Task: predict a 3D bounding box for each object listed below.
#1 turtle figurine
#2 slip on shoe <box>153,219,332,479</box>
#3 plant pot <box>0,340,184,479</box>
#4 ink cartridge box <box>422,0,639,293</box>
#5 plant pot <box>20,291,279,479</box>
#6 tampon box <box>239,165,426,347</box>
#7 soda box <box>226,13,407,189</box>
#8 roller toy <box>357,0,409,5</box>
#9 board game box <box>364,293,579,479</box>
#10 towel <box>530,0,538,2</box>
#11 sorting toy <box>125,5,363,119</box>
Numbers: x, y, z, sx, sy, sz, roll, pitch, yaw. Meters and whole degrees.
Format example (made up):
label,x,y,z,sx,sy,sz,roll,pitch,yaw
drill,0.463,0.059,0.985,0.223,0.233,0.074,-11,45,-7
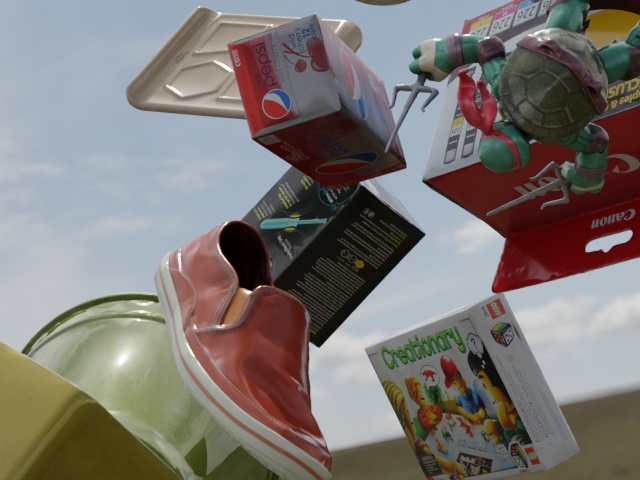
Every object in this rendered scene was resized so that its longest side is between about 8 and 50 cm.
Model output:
label,x,y,z,sx,sy,sz,roll,pitch,yaw
turtle figurine,0.168,-0.109,1.379,0.234,0.175,0.118,-47,12,-22
slip on shoe,-0.056,0.089,1.576,0.101,0.331,0.123,-43,-56,11
plant pot,-0.194,0.189,1.133,0.212,0.187,0.212,21,-22,48
ink cartridge box,0.256,-0.117,1.769,0.130,0.272,0.309,33,-32,-29
plant pot,-0.237,0.278,2.173,0.366,0.367,0.353,-12,10,6
tampon box,0.000,0.000,1.860,0.161,0.120,0.101,-46,-54,10
soda box,0.002,-0.117,1.650,0.083,0.092,0.263,-18,-13,11
roller toy,0.083,-0.398,2.285,0.209,0.191,0.146,-11,-12,-7
board game box,0.164,0.177,2.106,0.053,0.193,0.305,-25,-2,-23
towel,0.247,-0.332,1.751,0.029,0.197,0.144,24,-22,-4
sorting toy,-0.081,-0.186,2.036,0.208,0.038,0.193,11,42,24
